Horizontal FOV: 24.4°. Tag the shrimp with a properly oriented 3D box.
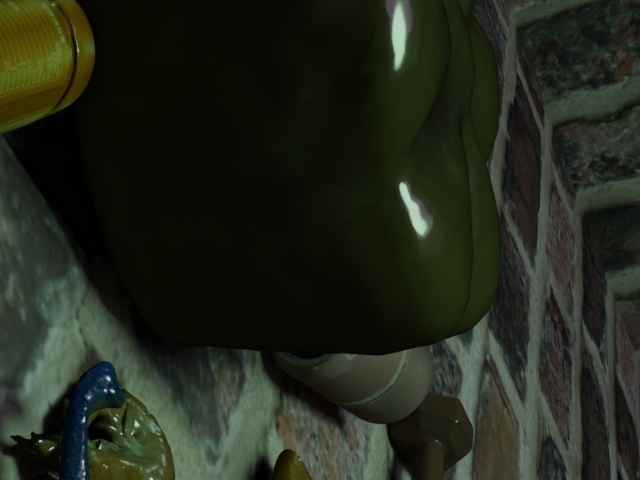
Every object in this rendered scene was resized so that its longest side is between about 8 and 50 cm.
[{"bbox_3d":[-0.146,0.135,0.984,0.180,0.041,0.099,24,50,-64],"label":"shrimp"}]

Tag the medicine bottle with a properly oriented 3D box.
[{"bbox_3d":[-0.216,-0.106,0.885,0.192,0.096,0.096,-43,116,-68],"label":"medicine bottle"}]

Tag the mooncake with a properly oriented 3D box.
[{"bbox_3d":[-0.001,-0.131,1.162,0.467,0.262,0.466,-3,90,-74],"label":"mooncake"}]

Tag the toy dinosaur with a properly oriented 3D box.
[{"bbox_3d":[-0.169,0.176,0.824,0.248,0.075,0.188,-9,90,-62],"label":"toy dinosaur"}]

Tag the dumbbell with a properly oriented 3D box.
[{"bbox_3d":[0.111,0.259,1.546,0.082,0.092,0.231,36,35,-18],"label":"dumbbell"}]

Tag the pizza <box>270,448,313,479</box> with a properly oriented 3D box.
[{"bbox_3d":[-0.004,0.297,1.234,0.201,0.053,0.193,-97,161,-56],"label":"pizza"}]

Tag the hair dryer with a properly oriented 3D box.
[{"bbox_3d":[0.000,0.000,1.449,0.189,0.107,0.344,39,31,-57],"label":"hair dryer"}]
